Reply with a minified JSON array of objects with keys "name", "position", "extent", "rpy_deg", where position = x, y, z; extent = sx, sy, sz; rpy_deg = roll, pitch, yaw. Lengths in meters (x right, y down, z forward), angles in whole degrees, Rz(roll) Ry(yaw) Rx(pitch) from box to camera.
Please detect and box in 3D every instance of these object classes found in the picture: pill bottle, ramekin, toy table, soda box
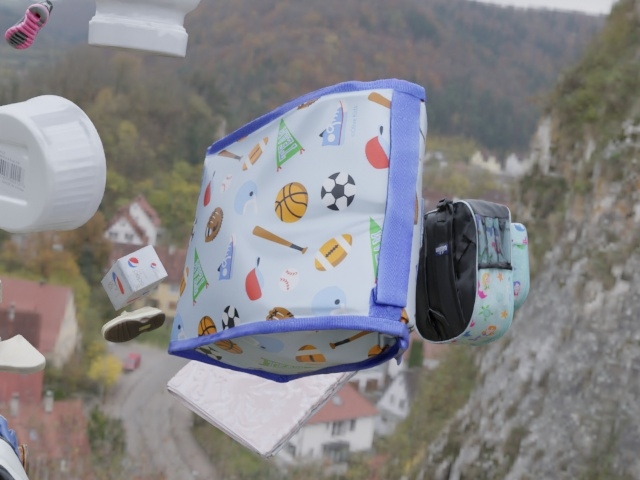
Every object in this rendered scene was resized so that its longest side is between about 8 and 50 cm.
[{"name":"pill bottle","position":[-0.304,-0.512,1.732],"extent":[0.210,0.362,0.210],"rpy_deg":[7,7,-1]},{"name":"ramekin","position":[-0.571,-0.144,1.962],"extent":[0.277,0.277,0.135],"rpy_deg":[13,18,29]},{"name":"toy table","position":[-0.616,0.170,1.692],"extent":[0.274,0.252,0.161],"rpy_deg":[46,53,4]},{"name":"soda box","position":[-0.359,0.074,1.904],"extent":[0.074,0.069,0.216],"rpy_deg":[-27,-2,-24]}]

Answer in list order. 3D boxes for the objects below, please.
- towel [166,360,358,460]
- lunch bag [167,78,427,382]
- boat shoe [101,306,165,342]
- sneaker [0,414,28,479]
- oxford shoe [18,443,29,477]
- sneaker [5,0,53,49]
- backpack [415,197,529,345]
[{"name":"towel","position":[-0.118,0.289,2.172],"extent":[0.317,0.053,0.332],"rpy_deg":[29,57,33]},{"name":"lunch bag","position":[0.000,0.000,1.285],"extent":[0.239,0.327,0.385],"rpy_deg":[17,-22,-29]},{"name":"boat shoe","position":[-0.490,0.210,2.541],"extent":[0.072,0.068,0.190],"rpy_deg":[31,26,32]},{"name":"sneaker","position":[-0.408,0.391,1.302],"extent":[0.128,0.315,0.182],"rpy_deg":[-26,23,-11]},{"name":"oxford shoe","position":[-0.573,0.448,1.764],"extent":[0.076,0.212,0.076],"rpy_deg":[17,21,-30]},{"name":"sneaker","position":[-0.516,-0.388,1.775],"extent":[0.047,0.119,0.057],"rpy_deg":[42,35,-24]},{"name":"backpack","position":[0.268,0.070,1.838],"extent":[0.191,0.253,0.225],"rpy_deg":[11,-18,-29]}]
